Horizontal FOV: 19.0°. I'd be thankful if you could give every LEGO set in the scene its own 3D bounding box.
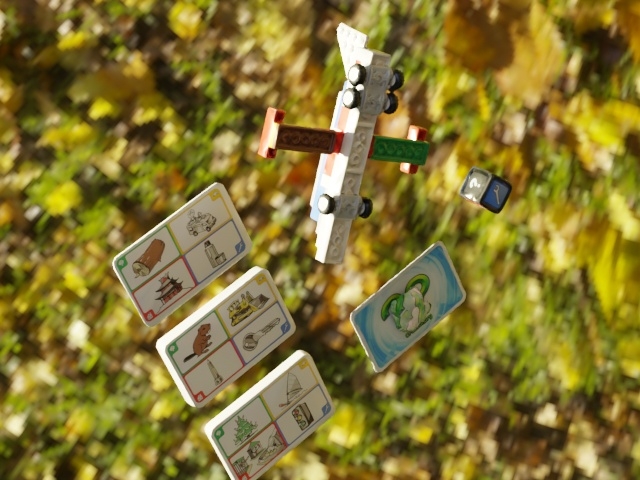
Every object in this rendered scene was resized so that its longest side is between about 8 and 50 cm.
[{"bbox_3d":[0.000,0.000,1.113,0.060,0.244,0.182,28,151,50],"label":"LEGO set"}]
